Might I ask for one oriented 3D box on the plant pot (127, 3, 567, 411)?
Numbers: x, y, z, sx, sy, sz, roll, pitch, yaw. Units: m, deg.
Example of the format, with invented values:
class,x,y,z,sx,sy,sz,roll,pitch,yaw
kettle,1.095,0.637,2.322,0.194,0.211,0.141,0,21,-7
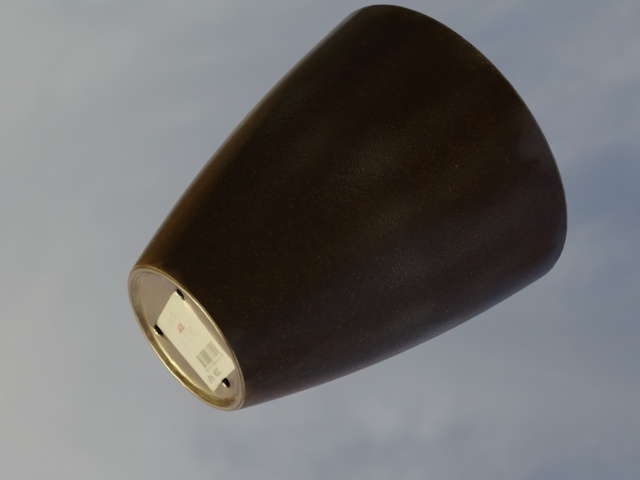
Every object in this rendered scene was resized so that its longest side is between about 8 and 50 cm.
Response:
class,x,y,z,sx,sy,sz,roll,pitch,yaw
plant pot,0.000,0.000,1.143,0.230,0.215,0.215,-37,-154,-28
